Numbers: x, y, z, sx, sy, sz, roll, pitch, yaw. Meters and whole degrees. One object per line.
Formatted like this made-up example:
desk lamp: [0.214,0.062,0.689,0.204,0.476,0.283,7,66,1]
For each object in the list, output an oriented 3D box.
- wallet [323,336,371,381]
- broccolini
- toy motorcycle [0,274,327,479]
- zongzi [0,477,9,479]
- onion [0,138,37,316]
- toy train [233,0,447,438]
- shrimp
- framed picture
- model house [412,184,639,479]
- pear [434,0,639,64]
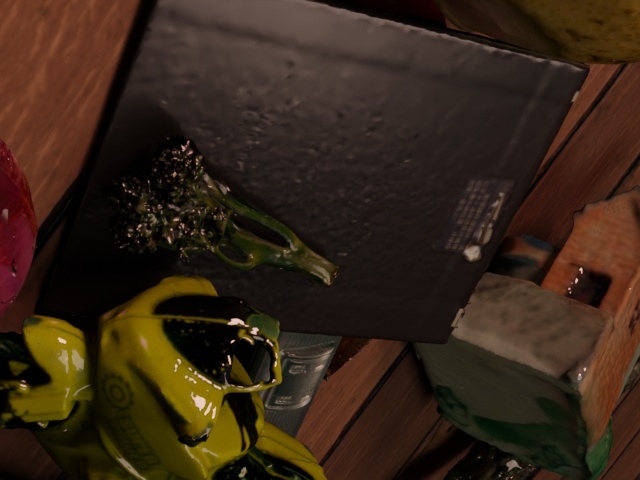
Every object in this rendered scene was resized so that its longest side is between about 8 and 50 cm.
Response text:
wallet: [0.074,0.023,1.203,0.232,0.031,0.122,-39,153,-16]
broccolini: [-0.047,-0.002,0.874,0.201,0.058,0.074,26,116,-37]
toy motorcycle: [-0.087,0.138,0.924,0.206,0.142,0.342,-16,137,23]
zongzi: [-0.238,0.302,0.984,0.251,0.125,0.274,-55,149,-7]
onion: [-0.204,0.010,0.686,0.150,0.140,0.150,-19,124,-31]
toy train: [0.000,0.000,1.017,0.086,0.089,0.409,-5,128,-46]
shrimp: [0.270,0.211,1.545,0.445,0.085,0.272,-37,173,-27]
framed picture: [0.003,-0.041,0.921,0.339,0.014,0.255,7,120,-31]
model house: [0.260,0.041,1.374,0.325,0.194,0.267,-56,151,-21]
pear: [0.174,-0.237,0.822,0.271,0.271,0.271,-35,147,-27]
